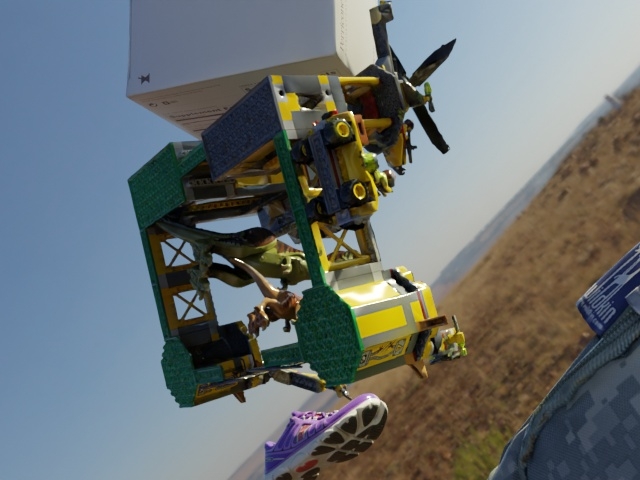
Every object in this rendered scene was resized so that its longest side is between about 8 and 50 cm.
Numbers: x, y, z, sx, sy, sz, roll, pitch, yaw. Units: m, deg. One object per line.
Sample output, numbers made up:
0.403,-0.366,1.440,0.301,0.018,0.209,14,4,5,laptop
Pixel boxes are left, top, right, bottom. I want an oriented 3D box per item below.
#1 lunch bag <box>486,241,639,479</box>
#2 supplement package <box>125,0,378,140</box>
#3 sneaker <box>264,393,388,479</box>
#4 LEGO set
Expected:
0.208,0.166,0.277,0.213,0.305,0.255,0,-52,-24,lunch bag
-0.059,-0.251,0.684,0.204,0.261,0.145,-6,-11,20,supplement package
-0.005,0.205,0.762,0.170,0.071,0.068,-37,-42,24,sneaker
0.000,0.000,0.563,0.192,0.254,0.331,-10,-16,-37,LEGO set
